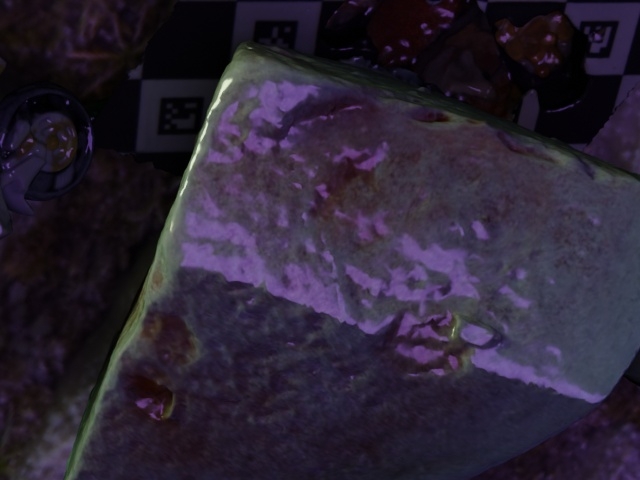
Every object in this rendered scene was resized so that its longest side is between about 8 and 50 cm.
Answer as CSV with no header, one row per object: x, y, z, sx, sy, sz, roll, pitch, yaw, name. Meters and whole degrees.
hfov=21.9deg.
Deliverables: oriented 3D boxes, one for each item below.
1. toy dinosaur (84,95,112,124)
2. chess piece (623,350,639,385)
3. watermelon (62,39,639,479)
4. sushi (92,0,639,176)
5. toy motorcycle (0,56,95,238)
-0.254,-0.089,0.907,0.447,0.087,0.301,40,96,-29,toy dinosaur
0.305,-0.007,1.061,0.139,0.139,0.272,26,90,-20,chess piece
0.000,0.000,0.893,0.387,0.228,0.258,-23,128,12,watermelon
0.047,-0.122,0.975,0.290,0.050,0.264,21,119,-30,sushi
-0.226,-0.051,0.854,0.225,0.073,0.152,31,77,-35,toy motorcycle
